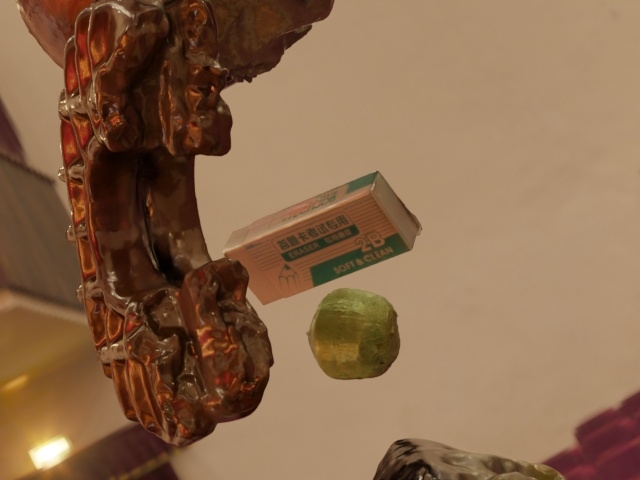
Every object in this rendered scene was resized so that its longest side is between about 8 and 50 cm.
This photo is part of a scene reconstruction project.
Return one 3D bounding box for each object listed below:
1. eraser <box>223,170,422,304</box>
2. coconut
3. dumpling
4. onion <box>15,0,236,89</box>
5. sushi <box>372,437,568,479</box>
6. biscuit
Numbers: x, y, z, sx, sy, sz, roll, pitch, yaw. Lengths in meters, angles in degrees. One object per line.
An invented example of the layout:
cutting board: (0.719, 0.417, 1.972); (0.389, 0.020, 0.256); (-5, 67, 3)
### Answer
eraser: (0.000, 0.000, 1.647); (0.225, 0.095, 0.052); (-22, 29, 31)
coconut: (0.029, 0.089, 1.299); (0.096, 0.088, 0.088); (3, 9, 31)
dumpling: (-0.066, -0.248, 1.384); (0.086, 0.166, 0.332); (-15, -7, 38)
onion: (-0.185, -0.301, 1.562); (0.341, 0.341, 0.341); (-29, -10, -6)
sushi: (0.116, 0.293, 0.869); (0.294, 0.299, 0.281); (-62, -22, -1)
biscuit: (-0.140, -0.024, 1.147); (0.115, 0.366, 0.268); (-8, 3, -23)
